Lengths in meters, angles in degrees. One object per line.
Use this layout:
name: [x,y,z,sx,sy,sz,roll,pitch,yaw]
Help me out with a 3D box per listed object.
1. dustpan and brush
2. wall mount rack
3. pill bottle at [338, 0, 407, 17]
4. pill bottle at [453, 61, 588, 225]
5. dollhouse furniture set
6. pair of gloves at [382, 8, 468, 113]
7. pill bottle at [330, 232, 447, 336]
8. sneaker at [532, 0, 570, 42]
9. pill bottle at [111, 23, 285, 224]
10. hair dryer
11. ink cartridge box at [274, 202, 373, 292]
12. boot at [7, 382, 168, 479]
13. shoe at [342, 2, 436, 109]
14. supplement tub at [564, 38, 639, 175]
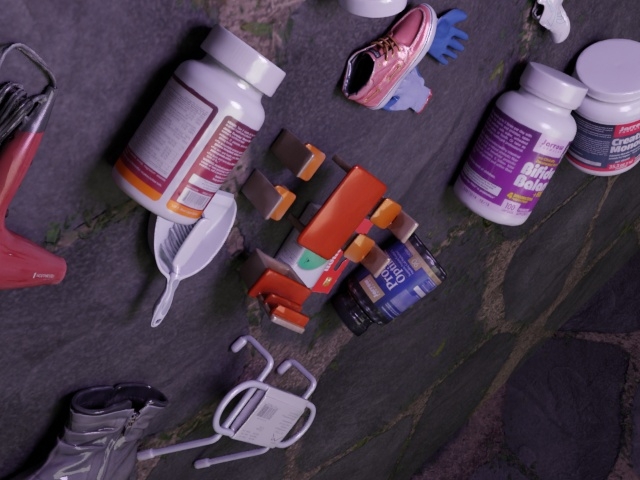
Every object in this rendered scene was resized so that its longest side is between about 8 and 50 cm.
dustpan and brush: [-0.203,0.025,0.996,0.147,0.060,0.211,13,113,-55]
wall mount rack: [-0.163,0.343,1.332,0.304,0.130,0.350,-51,148,-3]
pill bottle: [0.071,-0.388,0.836,0.121,0.121,0.216,-30,144,-28]
pill bottle: [0.404,-0.194,1.401,0.169,0.169,0.301,-9,131,-46]
dollhouse furniture set: [0.000,0.000,1.079,0.262,0.135,0.259,29,103,-40]
pair of gloves: [0.168,-0.296,1.146,0.159,0.023,0.198,8,119,-55]
pill bottle: [0.134,0.092,1.402,0.219,0.123,0.123,-38,149,7]
sneaker: [0.425,-0.423,1.303,0.061,0.053,0.152,-38,142,0]
pill bottle: [-0.144,-0.138,0.839,0.221,0.121,0.121,-54,148,9]
hair dryer: [-0.343,-0.039,0.741,0.224,0.080,0.293,-33,145,-25]
ink cartridge box: [0.011,0.033,1.275,0.225,0.056,0.181,14,113,-53]
boot: [-0.399,0.327,1.052,0.338,0.118,0.222,-10,129,-60]
shoe: [0.102,-0.279,1.042,0.081,0.063,0.178,2,126,-57]
supplement tub: [0.650,-0.293,1.571,0.191,0.191,0.272,-40,147,-13]
